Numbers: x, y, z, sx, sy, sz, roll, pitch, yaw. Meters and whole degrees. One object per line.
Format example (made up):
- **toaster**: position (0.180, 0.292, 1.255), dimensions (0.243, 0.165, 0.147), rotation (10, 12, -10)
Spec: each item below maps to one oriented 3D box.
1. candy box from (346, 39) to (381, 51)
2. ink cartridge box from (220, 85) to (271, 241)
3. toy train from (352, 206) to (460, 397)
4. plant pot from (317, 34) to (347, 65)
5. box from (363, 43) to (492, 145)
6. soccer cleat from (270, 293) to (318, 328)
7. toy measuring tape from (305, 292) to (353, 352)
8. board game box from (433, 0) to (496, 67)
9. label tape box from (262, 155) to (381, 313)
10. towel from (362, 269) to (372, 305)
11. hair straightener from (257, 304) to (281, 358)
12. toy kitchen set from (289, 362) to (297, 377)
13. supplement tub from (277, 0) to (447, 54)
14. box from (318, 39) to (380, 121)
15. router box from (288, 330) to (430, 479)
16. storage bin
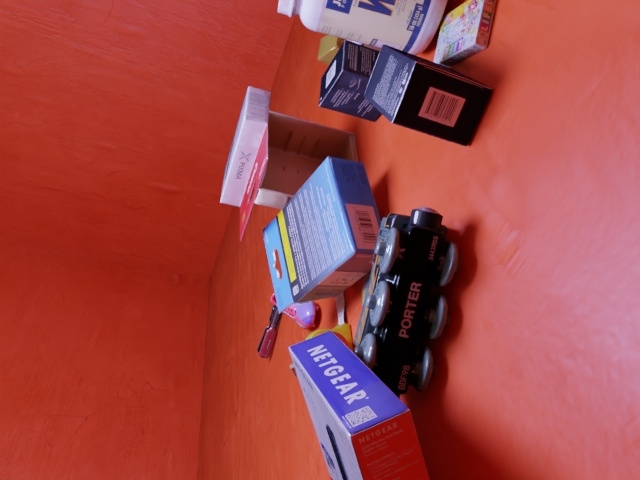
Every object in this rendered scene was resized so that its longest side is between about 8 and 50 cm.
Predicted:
- **candy box**: position (0.109, -0.495, 1.556), dimensions (0.165, 0.070, 0.196), rotation (124, 152, -50)
- **ink cartridge box**: position (-0.193, -0.191, 1.425), dimensions (0.296, 0.066, 0.261), rotation (116, 159, -44)
- **toy train**: position (0.135, 0.106, 0.963), dimensions (0.190, 0.142, 0.334), rotation (-130, 52, -84)
- **plant pot**: position (0.050, -0.623, 1.833), dimensions (0.083, 0.081, 0.082), rotation (-15, 63, 57)
- **box**: position (0.184, -0.266, 1.018), dimensions (0.207, 0.153, 0.108), rotation (-112, 39, -61)
- **soccer cleat**: position (-0.076, 0.195, 1.607), dimensions (0.248, 0.095, 0.083), rotation (-160, 84, -73)
- **toy measuring tape**: position (0.008, 0.213, 1.301), dimensions (0.330, 0.121, 0.121), rotation (-95, 24, -45)
- **board game box**: position (0.268, -0.391, 1.057), dimensions (0.154, 0.026, 0.104), rotation (-176, 98, -73)
- **label tape box**: position (0.000, 0.000, 1.320), dimensions (0.333, 0.105, 0.241), rotation (-43, 52, 47)
- **towel**: position (0.107, 0.100, 1.240), dimensions (0.060, 0.009, 0.083), rotation (129, 150, -56)
- **hair straightener**: position (-0.170, 0.279, 1.924), dimensions (0.089, 0.047, 0.231), rotation (-153, 77, -72)
- **toy kitchen set**: position (-0.031, 0.313, 1.437), dimensions (0.068, 0.083, 0.075), rotation (64, 178, -24)
- **supplement tub**: position (0.088, -0.538, 1.178), dimensions (0.235, 0.324, 0.236), rotation (-169, 90, -83)
- **box**: position (0.097, -0.381, 1.366), dimensions (0.156, 0.158, 0.093), rotation (138, 140, -61)
- **router box**: position (0.067, 0.328, 0.844), dimensions (0.335, 0.082, 0.301), rotation (-155, 47, -73)
- **storage bin**: position (-0.042, -0.193, 1.497), dimensions (0.260, 0.262, 0.123), rotation (-94, 23, -43)
